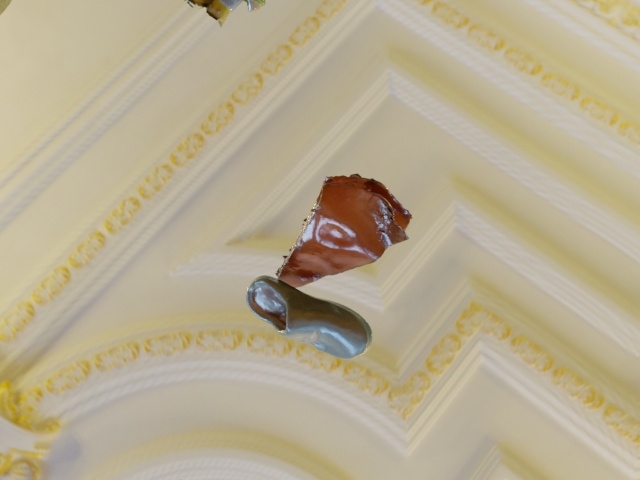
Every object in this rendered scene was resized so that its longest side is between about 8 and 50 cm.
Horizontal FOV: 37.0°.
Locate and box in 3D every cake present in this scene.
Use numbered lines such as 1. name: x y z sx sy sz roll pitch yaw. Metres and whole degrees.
1. cake: 0.001 -0.005 1.357 0.135 0.287 0.098 34 -131 -22

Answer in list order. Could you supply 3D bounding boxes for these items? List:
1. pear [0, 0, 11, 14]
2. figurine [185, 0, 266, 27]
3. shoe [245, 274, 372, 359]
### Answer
1. pear: -0.565 -0.410 1.305 0.303 0.304 0.304 0 -114 -1
2. figurine: -0.098 -0.446 1.437 0.162 0.143 0.263 37 -89 7
3. shoe: -0.028 0.114 1.314 0.195 0.079 0.078 27 -149 20
